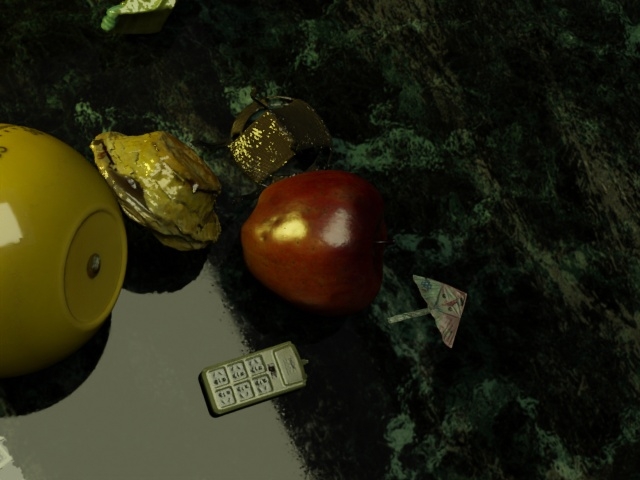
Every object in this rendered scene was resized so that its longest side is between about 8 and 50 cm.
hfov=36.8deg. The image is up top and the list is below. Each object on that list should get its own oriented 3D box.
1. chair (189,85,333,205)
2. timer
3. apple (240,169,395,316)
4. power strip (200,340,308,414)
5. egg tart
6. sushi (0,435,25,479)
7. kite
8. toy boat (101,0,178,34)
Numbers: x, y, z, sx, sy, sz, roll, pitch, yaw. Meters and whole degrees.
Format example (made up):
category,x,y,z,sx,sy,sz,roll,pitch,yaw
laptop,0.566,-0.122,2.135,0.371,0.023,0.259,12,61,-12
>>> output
category,x,y,z,sx,sy,sz,roll,pitch,yaw
chair,-0.080,-0.162,1.577,0.174,0.149,0.213,53,24,9
timer,-0.467,0.004,1.290,0.387,0.376,0.376,10,67,14
apple,0.001,-0.002,1.478,0.234,0.234,0.234,5,70,-14
power strip,-0.094,0.207,1.471,0.169,0.028,0.076,-16,75,-20
egg tart,-0.230,-0.089,1.436,0.106,0.241,0.241,-43,86,15
sushi,-0.487,0.371,1.301,0.201,0.031,0.139,-31,81,-23
kite,0.182,0.118,1.594,0.153,0.005,0.137,-23,78,-21
toy boat,-0.256,-0.438,1.608,0.084,0.111,0.276,33,65,-8
